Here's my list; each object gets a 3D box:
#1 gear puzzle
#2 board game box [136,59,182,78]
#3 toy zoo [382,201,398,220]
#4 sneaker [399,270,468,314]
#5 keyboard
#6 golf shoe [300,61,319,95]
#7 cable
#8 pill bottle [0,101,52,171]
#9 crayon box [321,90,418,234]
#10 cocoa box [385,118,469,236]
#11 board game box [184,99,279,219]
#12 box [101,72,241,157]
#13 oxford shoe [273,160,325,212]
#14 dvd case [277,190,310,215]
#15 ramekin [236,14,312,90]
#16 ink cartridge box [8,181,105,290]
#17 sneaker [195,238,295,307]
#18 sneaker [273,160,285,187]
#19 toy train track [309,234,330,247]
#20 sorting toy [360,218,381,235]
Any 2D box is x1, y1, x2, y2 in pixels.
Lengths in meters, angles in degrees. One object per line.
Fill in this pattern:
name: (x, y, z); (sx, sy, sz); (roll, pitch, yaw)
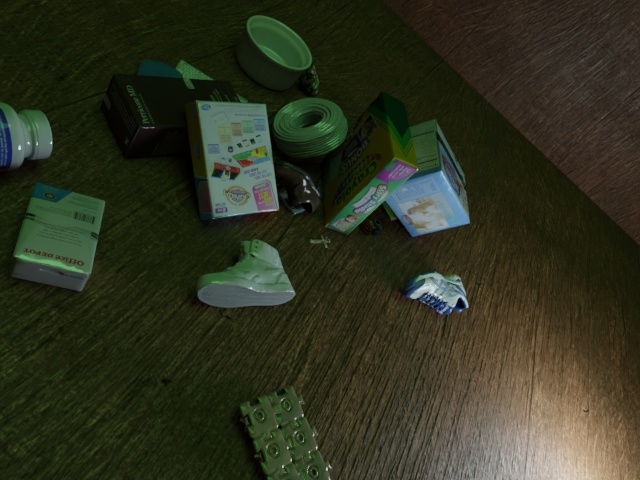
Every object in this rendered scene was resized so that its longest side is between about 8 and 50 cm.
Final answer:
gear puzzle: (-0.065, 0.505, 1.173); (0.175, 0.044, 0.339); (-7, 66, -45)
board game box: (-0.502, -0.495, 1.628); (0.133, 0.033, 0.168); (15, 44, -24)
toy zoo: (0.231, -0.243, 1.946); (0.293, 0.030, 0.192); (58, 35, -23)
sneaker: (0.396, 0.183, 1.761); (0.296, 0.112, 0.131); (3, 56, -38)
keyboard: (-0.367, -0.519, 1.772); (0.256, 0.014, 0.072); (29, 43, -18)
golf shoe: (-0.044, -0.658, 2.128); (0.086, 0.067, 0.186); (54, 23, -43)
cable: (-0.036, -0.388, 1.786); (0.257, 0.089, 0.257); (0, 47, 15)
pill bottle: (-0.733, -0.218, 1.116); (0.272, 0.152, 0.152); (-16, 69, -46)
crayon box: (0.142, -0.246, 1.705); (0.106, 0.363, 0.313); (21, 46, -26)
cocoa box: (0.361, -0.206, 1.846); (0.347, 0.231, 0.228); (44, 39, -48)
board game box: (-0.244, -0.228, 1.483); (0.242, 0.064, 0.316); (-11, 96, -44)
box: (-0.404, -0.360, 1.519); (0.381, 0.143, 0.191); (-15, 68, -43)
oxford shoe: (-0.071, -0.161, 1.611); (0.227, 0.083, 0.096); (42, 67, -39)
dvd case: (-0.074, -0.132, 1.701); (0.119, 0.013, 0.087); (-25, 76, -49)
ramekin: (-0.183, -0.700, 1.981); (0.277, 0.135, 0.277); (23, 45, -25)
ink cartridge box: (-0.565, -0.008, 1.134); (0.148, 0.086, 0.203); (18, 49, -28)
sneaker: (-0.209, 0.078, 1.357); (0.292, 0.108, 0.169); (10, 50, -47)
sneaker: (-0.171, -0.237, 1.656); (0.208, 0.081, 0.094); (16, 43, -31)
toy train track: (0.000, 0.000, 1.654); (0.083, 0.014, 0.048); (-2, 59, -40)
sorting toy: (0.186, -0.052, 1.830); (0.102, 0.042, 0.061); (-21, 72, -47)
